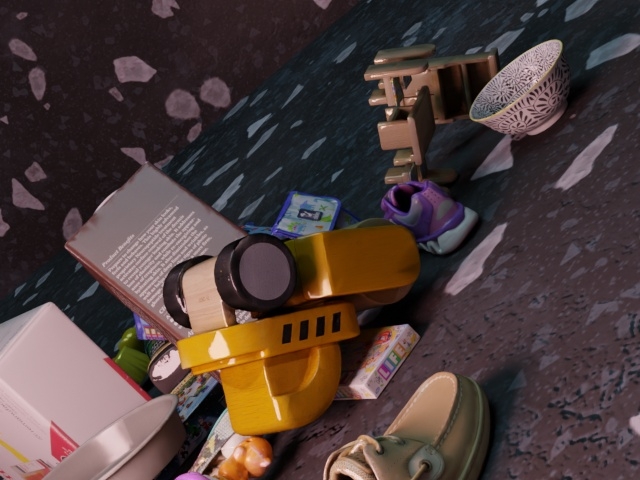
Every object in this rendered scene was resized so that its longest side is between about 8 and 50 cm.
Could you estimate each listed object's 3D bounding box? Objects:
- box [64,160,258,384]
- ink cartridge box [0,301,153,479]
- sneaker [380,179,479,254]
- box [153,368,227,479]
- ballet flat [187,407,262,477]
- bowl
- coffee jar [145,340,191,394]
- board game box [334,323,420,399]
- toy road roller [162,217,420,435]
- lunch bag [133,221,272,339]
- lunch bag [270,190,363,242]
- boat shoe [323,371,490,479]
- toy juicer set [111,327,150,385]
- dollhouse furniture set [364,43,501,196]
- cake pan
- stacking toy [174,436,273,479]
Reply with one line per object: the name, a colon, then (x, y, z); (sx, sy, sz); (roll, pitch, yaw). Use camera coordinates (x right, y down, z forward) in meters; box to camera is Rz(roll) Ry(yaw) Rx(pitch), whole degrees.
box: (-0.188, 0.060, 1.907); (0.381, 0.143, 0.191); (36, 76, 33)
ink cartridge box: (-0.480, 0.283, 2.144); (0.384, 0.279, 0.160); (-22, 27, 53)
sneaker: (0.124, -0.036, 1.815); (0.095, 0.104, 0.236); (-52, 17, -23)
box: (-0.208, 0.270, 1.944); (0.233, 0.044, 0.159); (-49, 17, -18)
ballet flat: (-0.131, 0.304, 1.649); (0.221, 0.077, 0.079); (-52, 36, -11)
bowl: (0.308, -0.206, 1.848); (0.170, 0.080, 0.170); (-39, 16, 14)
coffee jar: (-0.249, 0.197, 2.162); (0.096, 0.079, 0.184); (-43, 17, 2)
board game box: (0.052, 0.159, 1.635); (0.103, 0.026, 0.154); (-52, 18, -26)
toy road roller: (-0.028, 0.114, 1.627); (0.329, 0.241, 0.202); (-9, -6, -34)
lunch bag: (-0.164, 0.047, 2.160); (0.220, 0.138, 0.293); (0, 25, 21)
lunch bag: (0.000, 0.000, 1.917); (0.096, 0.151, 0.129); (-50, 10, 31)
boat shoe: (0.065, 0.243, 1.241); (0.121, 0.110, 0.341); (-27, 23, 45)
toy juicer set: (-0.303, 0.155, 2.406); (0.329, 0.089, 0.209); (-62, 10, -28)
dollhouse furniture set: (0.183, -0.196, 1.916); (0.161, 0.212, 0.242); (-5, 25, 17)
cake pan: (-0.304, 0.325, 1.775); (0.293, 0.054, 0.293); (-35, 9, 6)
stacking toy: (-0.159, 0.338, 1.511); (0.175, 0.166, 0.302); (-1, 32, 45)
